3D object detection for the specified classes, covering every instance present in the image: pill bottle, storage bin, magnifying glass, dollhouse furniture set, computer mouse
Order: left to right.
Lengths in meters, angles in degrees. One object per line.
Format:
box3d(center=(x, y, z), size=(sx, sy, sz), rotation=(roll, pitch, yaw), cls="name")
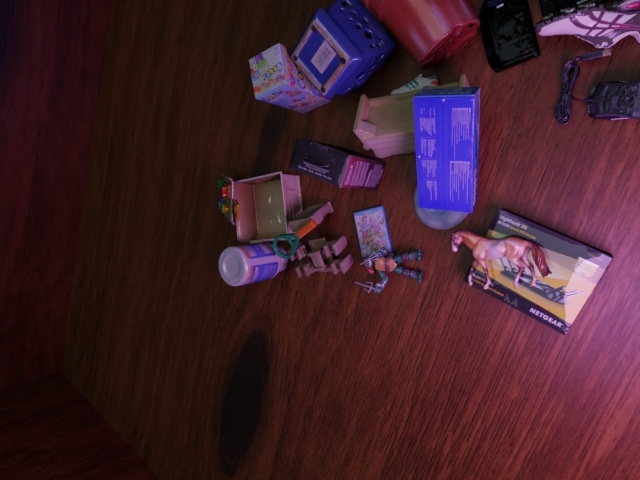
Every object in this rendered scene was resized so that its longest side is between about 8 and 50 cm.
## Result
box3d(center=(-0.253, 0.087, 1.673), size=(0.152, 0.272, 0.152), rotation=(3, 95, 33), cls="pill bottle")
box3d(center=(-0.212, -0.125, 1.720), size=(0.262, 0.123, 0.260), rotation=(-5, 90, 33), cls="storage bin")
box3d(center=(-0.093, -0.008, 1.541), size=(0.092, 0.026, 0.231), rotation=(51, 131, -3), cls="magnifying glass")
box3d(center=(0.000, 0.000, 1.608), size=(0.212, 0.161, 0.242), rotation=(-10, 110, 34), cls="dollhouse furniture set")
box3d(center=(0.756, -0.398, 1.094), size=(0.262, 0.060, 0.184), rotation=(9, 103, 45), cls="computer mouse")

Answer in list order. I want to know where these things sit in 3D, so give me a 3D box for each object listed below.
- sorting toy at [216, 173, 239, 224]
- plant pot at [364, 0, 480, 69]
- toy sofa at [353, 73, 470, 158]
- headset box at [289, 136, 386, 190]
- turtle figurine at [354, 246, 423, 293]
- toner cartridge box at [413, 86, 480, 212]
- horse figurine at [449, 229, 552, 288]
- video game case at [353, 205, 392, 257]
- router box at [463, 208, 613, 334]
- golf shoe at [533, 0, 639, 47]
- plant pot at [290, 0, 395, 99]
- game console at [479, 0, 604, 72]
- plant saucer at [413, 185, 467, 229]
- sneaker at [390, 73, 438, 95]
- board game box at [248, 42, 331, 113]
box3d(center=(-0.396, -0.174, 1.772), size=(0.347, 0.047, 0.196), rotation=(-149, 56, -63), cls="sorting toy")
box3d(center=(0.313, -0.679, 1.258), size=(0.272, 0.272, 0.265), rotation=(-33, 83, 31), cls="plant pot")
box3d(center=(0.303, -0.385, 1.361), size=(0.362, 0.177, 0.150), rotation=(1, 69, 34), cls="toy sofa")
box3d(center=(0.054, -0.256, 1.430), size=(0.218, 0.293, 0.110), rotation=(25, 107, 29), cls="headset box")
box3d(center=(0.226, 0.083, 1.445), size=(0.234, 0.118, 0.175), rotation=(-1, 123, 20), cls="turtle figurine")
box3d(center=(0.362, -0.252, 1.216), size=(0.165, 0.075, 0.348), rotation=(8, 128, 27), cls="toner cartridge box")
box3d(center=(0.504, 0.048, 1.193), size=(0.263, 0.066, 0.175), rotation=(-4, 98, 37), cls="horse figurine")
box3d(center=(0.188, -0.030, 1.525), size=(0.119, 0.015, 0.166), rotation=(-13, 86, 34), cls="video game case")
box3d(center=(0.608, 0.080, 1.214), size=(0.308, 0.081, 0.243), rotation=(30, 109, 28), cls="router box")
box3d(center=(0.691, -0.540, 1.073), size=(0.272, 0.105, 0.120), rotation=(-1, 118, 22), cls="golf shoe")
box3d(center=(0.056, -0.615, 1.378), size=(0.236, 0.212, 0.236), rotation=(50, 141, -2), cls="plant pot")
box3d(center=(0.630, -0.632, 1.168), size=(0.361, 0.044, 0.213), rotation=(-13, 88, 34), cls="game console")
box3d(center=(0.385, -0.132, 1.373), size=(0.195, 0.037, 0.195), rotation=(2, 94, 34), cls="plant saucer")
box3d(center=(0.310, -0.501, 1.390), size=(0.161, 0.057, 0.075), rotation=(5, 80, 35), cls="sneaker")
box3d(center=(-0.102, -0.569, 1.519), size=(0.144, 0.275, 0.142), rotation=(-12, 88, 33), cls="board game box")
